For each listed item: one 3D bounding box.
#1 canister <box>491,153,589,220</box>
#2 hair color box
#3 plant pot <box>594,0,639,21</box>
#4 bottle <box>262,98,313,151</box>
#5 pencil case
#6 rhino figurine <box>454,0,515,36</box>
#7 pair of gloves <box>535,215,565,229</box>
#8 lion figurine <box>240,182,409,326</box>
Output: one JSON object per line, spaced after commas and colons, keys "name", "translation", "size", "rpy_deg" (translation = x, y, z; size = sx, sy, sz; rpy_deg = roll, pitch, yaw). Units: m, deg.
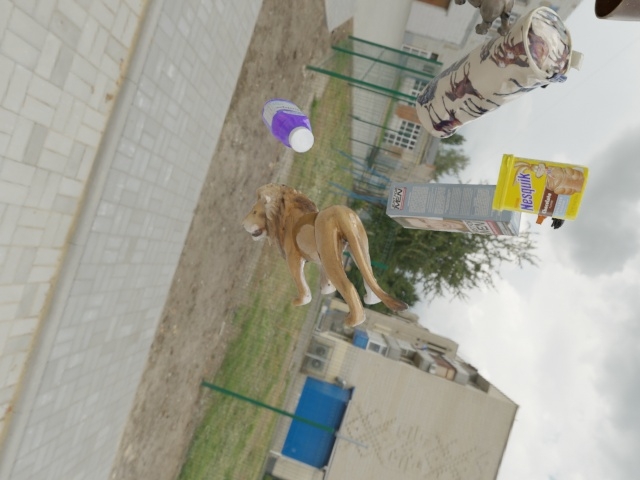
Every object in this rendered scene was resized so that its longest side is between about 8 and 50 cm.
{"name": "canister", "translation": [0.474, -0.116, 0.974], "size": [0.073, 0.169, 0.126], "rpy_deg": [-44, 141, -55]}
{"name": "hair color box", "translation": [0.418, -0.099, 1.404], "size": [0.185, 0.374, 0.114], "rpy_deg": [25, 74, -57]}
{"name": "plant pot", "translation": [0.861, -0.640, 1.114], "size": [0.215, 0.230, 0.216], "rpy_deg": [15, 90, -89]}
{"name": "bottle", "translation": [-0.092, -0.341, 1.320], "size": [0.283, 0.118, 0.092], "rpy_deg": [-120, -142, -54]}
{"name": "pencil case", "translation": [0.419, -0.393, 1.127], "size": [0.410, 0.183, 0.160], "rpy_deg": [-17, -135, 64]}
{"name": "rhino figurine", "translation": [0.319, -0.540, 0.931], "size": [0.073, 0.244, 0.106], "rpy_deg": [-28, 163, 1]}
{"name": "pair of gloves", "translation": [0.673, -0.074, 1.302], "size": [0.083, 0.010, 0.074], "rpy_deg": [31, -73, 51]}
{"name": "lion figurine", "translation": [0.000, 0.000, 0.796], "size": [0.392, 0.142, 0.241], "rpy_deg": [-2, -77, 57]}
